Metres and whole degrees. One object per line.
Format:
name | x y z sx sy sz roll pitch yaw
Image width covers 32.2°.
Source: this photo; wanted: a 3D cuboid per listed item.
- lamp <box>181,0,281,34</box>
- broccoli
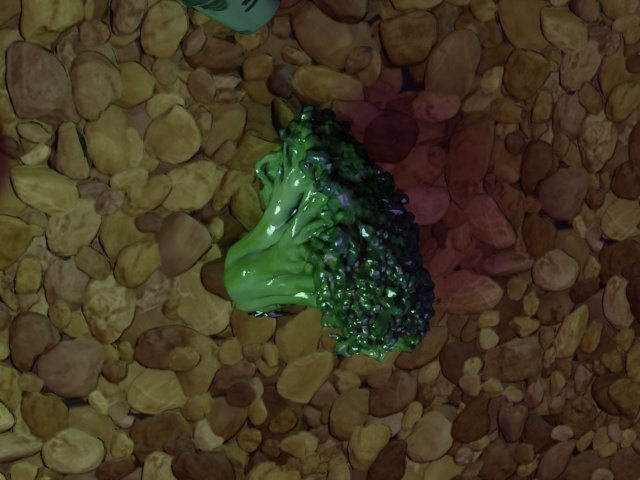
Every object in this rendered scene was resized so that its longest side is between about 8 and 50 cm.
lamp | -0.143 -0.353 1.385 0.121 0.121 0.214 -49 130 -2
broccoli | 0.024 -0.005 1.460 0.334 0.272 0.324 52 49 -66
